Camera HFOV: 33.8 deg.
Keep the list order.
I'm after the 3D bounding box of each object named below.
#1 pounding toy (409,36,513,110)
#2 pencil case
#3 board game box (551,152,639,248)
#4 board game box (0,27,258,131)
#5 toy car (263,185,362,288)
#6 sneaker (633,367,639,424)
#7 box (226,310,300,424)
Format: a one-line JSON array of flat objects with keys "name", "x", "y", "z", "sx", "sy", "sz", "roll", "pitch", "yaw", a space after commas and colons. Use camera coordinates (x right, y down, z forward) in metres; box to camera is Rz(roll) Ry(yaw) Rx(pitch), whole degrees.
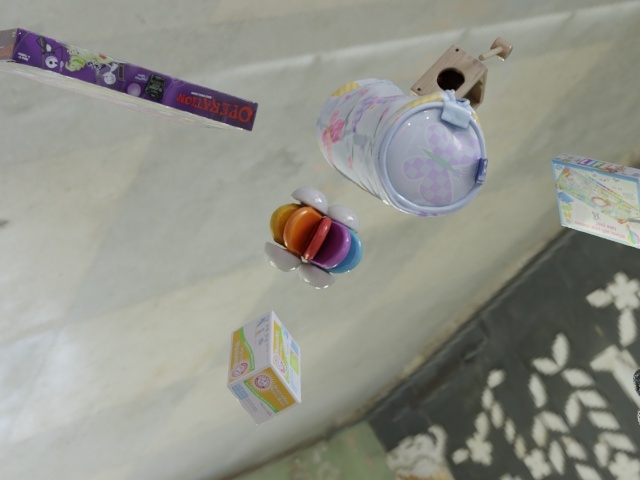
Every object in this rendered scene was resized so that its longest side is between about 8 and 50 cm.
[{"name": "pounding toy", "x": 0.257, "y": -0.310, "z": 1.941, "sx": 0.206, "sy": 0.094, "sz": 0.181, "roll": -47, "pitch": 162, "yaw": -14}, {"name": "pencil case", "x": 0.077, "y": -0.105, "z": 1.105, "sx": 0.113, "sy": 0.124, "sz": 0.273, "roll": 6, "pitch": -171, "yaw": -15}, {"name": "board game box", "x": 0.382, "y": -0.055, "z": 1.418, "sx": 0.026, "sy": 0.104, "sz": 0.154, "roll": -26, "pitch": -153, "yaw": -26}, {"name": "board game box", "x": -0.283, "y": -0.217, "z": 1.453, "sx": 0.346, "sy": 0.208, "sz": 0.056, "roll": 14, "pitch": 94, "yaw": -32}, {"name": "toy car", "x": 0.000, "y": 0.000, "z": 1.900, "sx": 0.182, "sy": 0.136, "sz": 0.159, "roll": 29, "pitch": 85, "yaw": -29}, {"name": "sneaker", "x": 0.602, "y": 0.273, "z": 1.844, "sx": 0.081, "sy": 0.080, "sz": 0.211, "roll": -52, "pitch": 141, "yaw": -31}, {"name": "box", "x": -0.111, "y": 0.251, "z": 2.096, "sx": 0.103, "sy": 0.114, "sz": 0.203, "roll": -29, "pitch": -155, "yaw": 12}]
